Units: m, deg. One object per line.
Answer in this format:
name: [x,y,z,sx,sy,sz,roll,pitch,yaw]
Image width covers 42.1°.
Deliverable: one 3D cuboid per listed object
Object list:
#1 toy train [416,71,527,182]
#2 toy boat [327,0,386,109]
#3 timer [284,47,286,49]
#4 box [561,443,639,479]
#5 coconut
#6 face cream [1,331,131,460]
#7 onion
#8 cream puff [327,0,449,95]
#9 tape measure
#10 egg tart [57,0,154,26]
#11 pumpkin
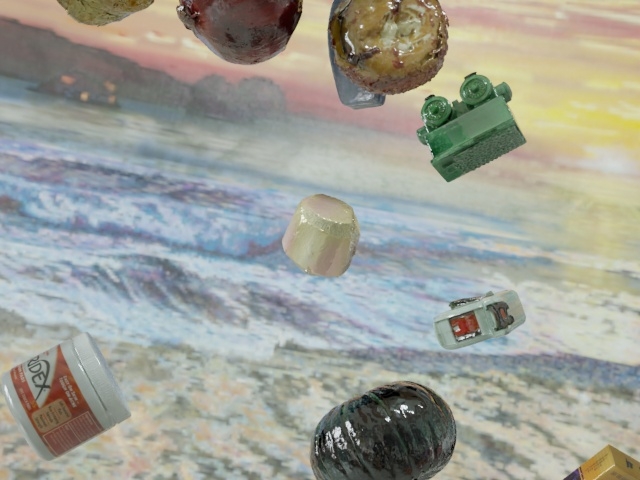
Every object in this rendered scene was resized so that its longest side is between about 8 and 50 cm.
toy train: [0.377,-0.296,2.123,0.266,0.201,0.145,-27,-28,18]
toy boat: [0.082,-0.444,1.914,0.127,0.282,0.078,-5,9,30]
timer: [-0.186,-0.607,2.050,0.258,0.161,0.250,18,-46,3]
box: [0.618,0.571,1.851,0.152,0.237,0.070,31,28,-17]
coconut: [0.000,0.000,1.637,0.147,0.152,0.147,18,25,-8]
face cream: [-0.505,0.310,1.655,0.187,0.201,0.201,-28,8,-13]
onion: [-0.159,-0.470,1.599,0.276,0.276,0.276,10,-2,0]
cream puff: [0.133,-0.392,1.633,0.240,0.239,0.164,10,-10,-7]
tape measure: [0.425,0.206,2.228,0.246,0.125,0.243,-20,-7,27]
egg tart: [-0.413,-0.587,1.727,0.129,0.341,0.341,31,7,23]
pumpkin: [0.116,0.358,1.351,0.248,0.247,0.248,10,-2,0]
